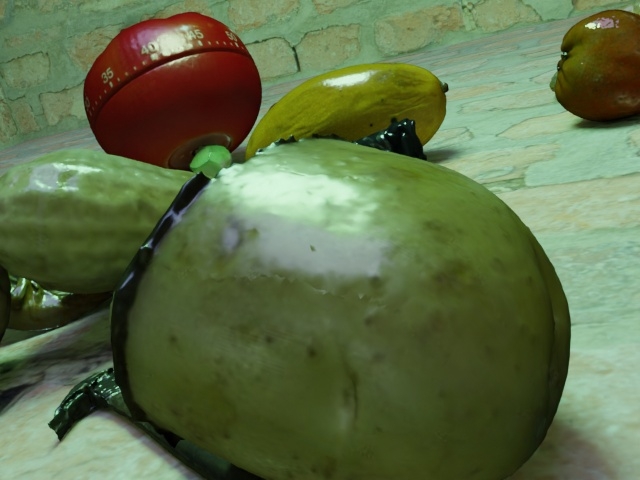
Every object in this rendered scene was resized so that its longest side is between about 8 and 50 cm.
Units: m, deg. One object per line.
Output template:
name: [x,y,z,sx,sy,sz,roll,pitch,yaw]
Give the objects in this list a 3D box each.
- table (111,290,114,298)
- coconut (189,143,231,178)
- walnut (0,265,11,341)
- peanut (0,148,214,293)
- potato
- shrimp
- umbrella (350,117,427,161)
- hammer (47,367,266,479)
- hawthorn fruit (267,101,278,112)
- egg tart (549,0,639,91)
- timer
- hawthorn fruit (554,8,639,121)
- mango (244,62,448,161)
table: [-0.169,0.073,0.733,0.082,0.070,0.083,-19,20,-14]
coconut: [-0.220,-0.159,1.436,0.083,0.081,0.082,5,68,54]
walnut: [-0.406,0.100,0.713,0.238,0.141,0.204,-56,26,-9]
peanut: [-0.212,-0.015,0.819,0.339,0.159,0.174,5,-24,-34]
potato: [0.042,0.052,0.432,0.242,0.243,0.285,-2,-3,33]
shrimp: [-0.324,0.045,0.891,0.267,0.145,0.061,2,-30,-19]
umbrella: [0.031,-0.109,1.067,0.272,0.110,0.122,-8,20,33]
hammer: [-0.113,0.148,0.545,0.125,0.027,0.297,-28,23,-35]
hawthorn fruit: [-0.043,-0.197,1.313,0.132,0.138,0.133,-15,15,4]
egg tart: [0.594,-0.362,1.298,0.351,0.150,0.352,-17,17,5]
timer: [-0.310,-0.302,1.507,0.377,0.279,0.378,-24,-12,-5]
hawthorn fruit: [0.464,-0.276,1.104,0.189,0.189,0.189,-13,19,5]
mango: [0.038,-0.193,1.169,0.359,0.187,0.144,-14,41,6]
